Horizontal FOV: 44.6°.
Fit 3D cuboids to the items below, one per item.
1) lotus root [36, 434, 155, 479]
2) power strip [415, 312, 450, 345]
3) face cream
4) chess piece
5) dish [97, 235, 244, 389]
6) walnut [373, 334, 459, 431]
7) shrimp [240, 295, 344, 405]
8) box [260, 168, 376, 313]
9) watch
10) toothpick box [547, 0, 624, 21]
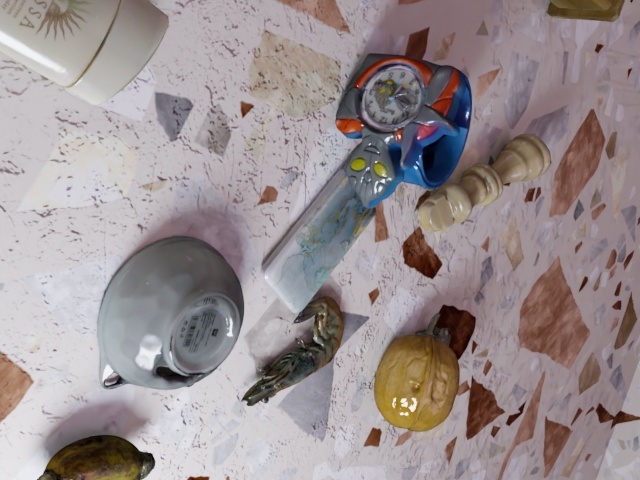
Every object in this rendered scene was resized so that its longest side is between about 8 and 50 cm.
[{"bbox_3d":[-0.366,0.380,1.283,0.209,0.120,0.120,1,106,-46],"label":"lotus root"},{"bbox_3d":[0.266,0.312,1.934,0.093,0.053,0.288,-5,110,-43],"label":"power strip"},{"bbox_3d":[-0.364,-0.313,1.013,0.348,0.081,0.174,31,84,-47],"label":"face cream"},{"bbox_3d":[0.376,-0.127,1.818,0.397,0.117,0.117,-31,126,-32],"label":"chess piece"},{"bbox_3d":[-0.228,0.143,1.316,0.303,0.120,0.303,-19,118,-40],"label":"dish"},{"bbox_3d":[0.224,0.329,1.801,0.193,0.193,0.226,24,90,-48],"label":"walnut"},{"bbox_3d":[-0.051,0.218,1.575,0.296,0.058,0.169,-30,124,-40],"label":"shrimp"},{"bbox_3d":[0.000,0.000,1.544,0.285,0.044,0.142,-52,131,-17],"label":"box"},{"bbox_3d":[0.181,-0.196,1.527,0.274,0.241,0.306,11,99,-61],"label":"watch"},{"bbox_3d":[0.541,-0.632,1.729,0.308,0.187,0.190,13,98,-44],"label":"toothpick box"}]
